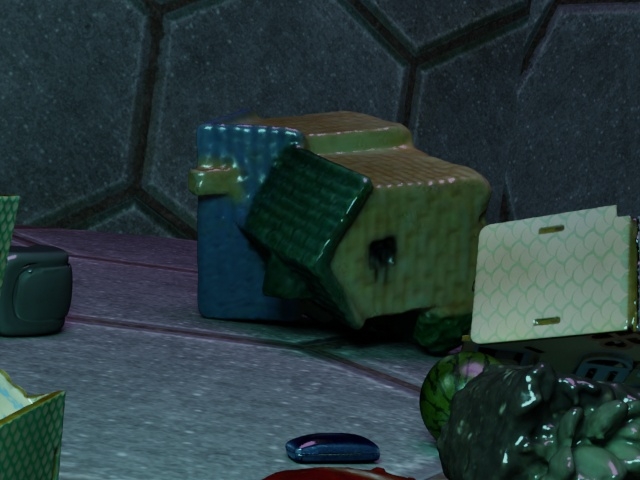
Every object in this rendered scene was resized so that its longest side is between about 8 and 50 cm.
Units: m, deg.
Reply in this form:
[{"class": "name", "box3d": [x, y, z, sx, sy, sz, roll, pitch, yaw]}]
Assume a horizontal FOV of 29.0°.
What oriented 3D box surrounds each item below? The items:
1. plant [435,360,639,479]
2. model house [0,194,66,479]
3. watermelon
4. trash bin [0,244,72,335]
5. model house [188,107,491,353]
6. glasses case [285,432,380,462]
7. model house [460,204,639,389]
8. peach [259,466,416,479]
[{"class": "plant", "box3d": [0.170, 0.155, 0.874, 0.129, 0.132, 0.194, 12, -1, -22]}, {"class": "model house", "box3d": [-0.229, 0.097, 0.596, 0.206, 0.271, 0.178, 44, 4, 1]}, {"class": "watermelon", "box3d": [0.141, 0.151, 1.142, 0.109, 0.109, 0.109, 8, 4, -1]}, {"class": "trash bin", "box3d": [-0.419, 0.051, 1.487, 0.236, 0.101, 0.177, 6, 5, 6]}, {"class": "model house", "box3d": [0.000, 0.000, 1.762, 0.342, 0.335, 0.382, -6, 16, -30]}, {"class": "glasses case", "box3d": [0.010, 0.175, 1.054, 0.083, 0.023, 0.033, 6, 6, -29]}, {"class": "model house", "box3d": [0.295, 0.085, 1.199, 0.326, 0.169, 0.244, 9, -26, 5]}, {"class": "peach", "box3d": [0.031, 0.176, 0.780, 0.279, 0.068, 0.189, 11, 2, 40]}]
